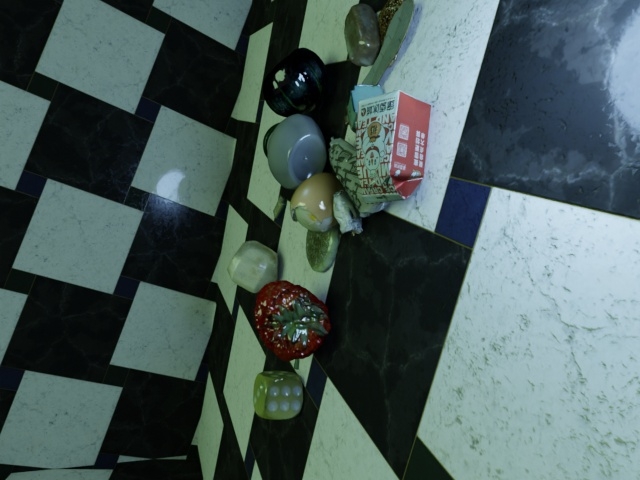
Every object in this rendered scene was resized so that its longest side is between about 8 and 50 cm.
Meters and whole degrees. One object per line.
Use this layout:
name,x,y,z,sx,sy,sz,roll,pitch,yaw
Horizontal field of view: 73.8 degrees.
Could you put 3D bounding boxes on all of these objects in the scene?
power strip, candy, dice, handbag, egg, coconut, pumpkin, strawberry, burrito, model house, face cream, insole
power strip,-0.213,-0.169,2.215,0.123,0.032,0.056,122,146,-44
candy,0.147,-0.721,1.500,0.104,0.102,0.234,-47,45,52
dice,-0.178,0.638,1.768,0.169,0.169,0.166,169,105,-64
handbag,0.195,-0.250,1.204,0.171,0.151,0.298,7,92,53
egg,-0.001,-0.141,1.553,0.201,0.201,0.244,-38,25,57
coconut,-0.325,0.135,2.157,0.245,0.247,0.245,-59,4,7
pumpkin,-0.100,-0.662,1.839,0.315,0.238,0.315,-38,19,16
strawberry,-0.119,0.299,1.638,0.312,0.267,0.351,60,164,8
burrito,0.113,-0.232,1.452,0.445,0.101,0.139,-118,30,-47
model house,0.141,-0.426,1.445,0.149,0.119,0.148,125,141,-66
face cream,-0.111,-0.381,1.828,0.357,0.219,0.313,-132,53,-59
insole,0.210,-0.608,1.386,0.348,0.009,0.119,122,143,-46

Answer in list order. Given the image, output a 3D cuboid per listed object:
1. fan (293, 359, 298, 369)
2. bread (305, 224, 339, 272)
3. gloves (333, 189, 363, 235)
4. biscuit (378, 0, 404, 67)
fan,-0.094,0.455,1.819,0.038,0.016,0.193,-163,80,-67
bread,0.000,0.000,1.705,0.267,0.040,0.267,-29,58,60
gloves,0.096,-0.098,1.446,0.070,0.114,0.153,-28,72,35
biscuit,0.237,-0.695,1.389,0.131,0.026,0.237,140,133,-58
